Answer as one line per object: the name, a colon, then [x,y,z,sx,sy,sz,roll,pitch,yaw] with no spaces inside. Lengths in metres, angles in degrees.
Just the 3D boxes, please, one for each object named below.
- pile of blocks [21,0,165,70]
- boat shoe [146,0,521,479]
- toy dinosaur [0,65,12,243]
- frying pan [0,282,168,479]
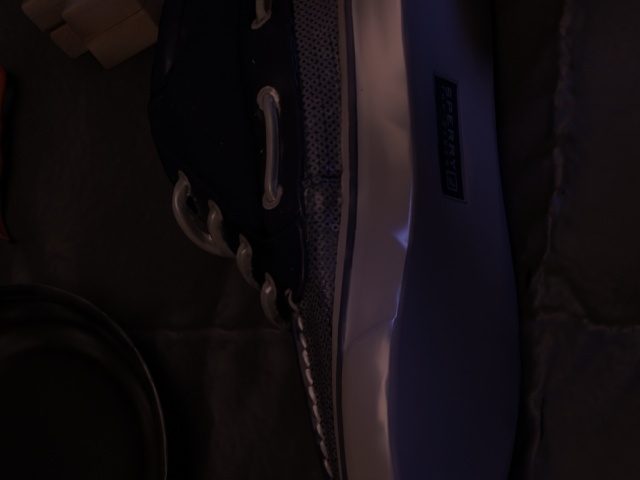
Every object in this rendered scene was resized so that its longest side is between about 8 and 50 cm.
pile of blocks: [-0.184,-0.252,1.028,0.112,0.149,0.362,-27,69,28]
boat shoe: [0.000,0.000,0.915,0.158,0.127,0.340,-11,69,33]
toy dinosaur: [-0.192,-0.057,1.073,0.090,0.047,0.082,35,89,-5]
frying pan: [-0.109,0.144,0.975,0.326,0.053,0.197,23,92,27]
